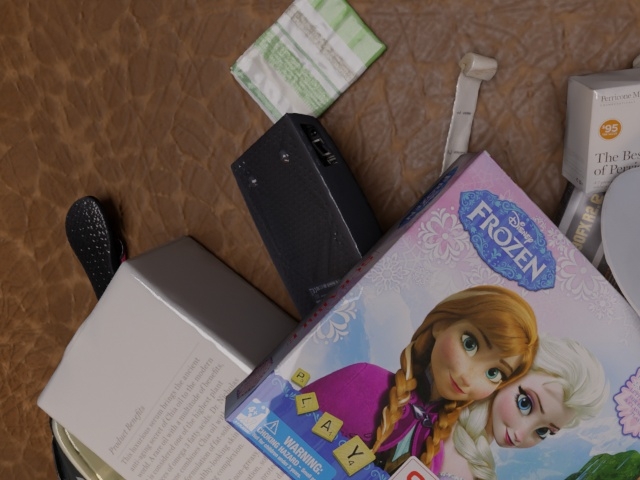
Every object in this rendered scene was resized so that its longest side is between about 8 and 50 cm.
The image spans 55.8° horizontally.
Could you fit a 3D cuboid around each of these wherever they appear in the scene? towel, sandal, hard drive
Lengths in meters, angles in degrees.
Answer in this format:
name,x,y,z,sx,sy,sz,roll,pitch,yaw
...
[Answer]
name,x,y,z,sx,sy,sz,roll,pitch,yaw
towel,-0.015,-0.204,0.687,0.152,0.023,0.113,-40,92,17
sandal,-0.287,0.022,0.805,0.067,0.040,0.179,0,117,21
hard drive,0.000,0.000,0.663,0.172,0.054,0.255,-26,90,57

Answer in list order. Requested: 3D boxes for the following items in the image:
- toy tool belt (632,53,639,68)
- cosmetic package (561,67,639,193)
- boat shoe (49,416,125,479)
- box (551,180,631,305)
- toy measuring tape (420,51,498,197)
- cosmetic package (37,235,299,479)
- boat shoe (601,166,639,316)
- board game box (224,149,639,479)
name,x,y,z,sx,sy,sz,roll,pitch,yaw
toy tool belt,0.312,-0.141,0.590,0.083,0.052,0.051,-40,128,14
cosmetic package,0.347,-0.109,0.540,0.239,0.060,0.099,-8,115,2
boat shoe,-0.278,0.356,0.837,0.113,0.127,0.340,-17,107,48
box,0.314,0.060,0.632,0.183,0.056,0.231,20,106,11
toy measuring tape,0.158,-0.019,0.623,0.121,0.121,0.330,13,106,12
cosmetic package,-0.076,0.227,0.721,0.453,0.161,0.230,38,109,4
boat shoe,0.312,0.046,0.516,0.080,0.076,0.228,-29,76,30
board game box,0.137,0.142,0.552,0.318,0.066,0.318,44,88,-8
